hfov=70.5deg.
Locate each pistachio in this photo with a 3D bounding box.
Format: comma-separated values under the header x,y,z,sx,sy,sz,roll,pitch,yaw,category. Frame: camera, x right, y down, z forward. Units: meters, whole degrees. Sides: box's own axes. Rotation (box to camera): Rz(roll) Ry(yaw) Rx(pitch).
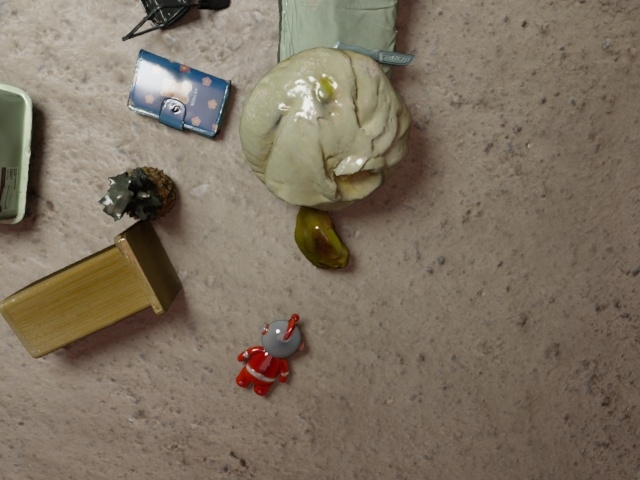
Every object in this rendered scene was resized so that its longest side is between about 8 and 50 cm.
x,y,z,sx,sy,sz,roll,pitch,yaw,category
-0.004,0.000,1.092,0.110,0.100,0.189,-21,110,20,pistachio

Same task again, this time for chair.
x,y,z,sx,sy,sz,roll,pitch,yaw,category
-0.318,-0.516,0.930,0.145,0.221,0.140,-11,110,38,chair

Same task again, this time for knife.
x,y,z,sx,sy,sz,roll,pitch,yaw,category
0.116,-0.386,0.942,0.210,0.015,0.028,-4,117,-30,knife

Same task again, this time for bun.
x,y,z,sx,sy,sz,roll,pitch,yaw,category
0.015,-0.203,0.942,0.365,0.219,0.365,-8,137,-8,bun

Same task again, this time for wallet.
x,y,z,sx,sy,sz,roll,pitch,yaw,category
-0.307,-0.315,0.995,0.202,0.059,0.141,16,101,-13,wallet

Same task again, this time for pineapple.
x,y,z,sx,sy,sz,roll,pitch,yaw,category
-0.376,-0.092,0.937,0.128,0.248,0.128,-1,99,-8,pineapple

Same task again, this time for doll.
x,y,z,sx,sy,sz,roll,pitch,yaw,category
-0.122,0.284,1.151,0.142,0.076,0.245,28,100,-15,doll

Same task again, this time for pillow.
x,y,z,sx,sy,sz,roll,pitch,yaw,category
0.046,-0.457,0.953,0.283,0.138,0.310,-8,123,-16,pillow

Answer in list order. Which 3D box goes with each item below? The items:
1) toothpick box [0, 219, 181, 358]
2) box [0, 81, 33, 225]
x,y,z,sx,sy,sz,roll,pitch,yaw,category
-0.500,0.111,1.002,0.308,0.187,0.190,-24,106,1,toothpick box
-0.706,-0.182,0.904,0.220,0.166,0.291,10,101,-11,box
